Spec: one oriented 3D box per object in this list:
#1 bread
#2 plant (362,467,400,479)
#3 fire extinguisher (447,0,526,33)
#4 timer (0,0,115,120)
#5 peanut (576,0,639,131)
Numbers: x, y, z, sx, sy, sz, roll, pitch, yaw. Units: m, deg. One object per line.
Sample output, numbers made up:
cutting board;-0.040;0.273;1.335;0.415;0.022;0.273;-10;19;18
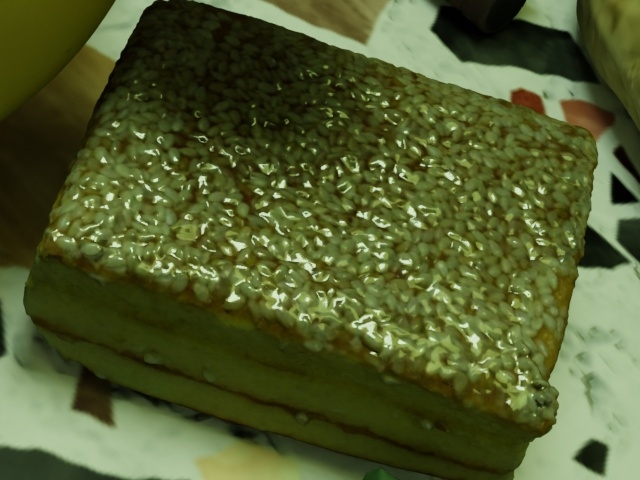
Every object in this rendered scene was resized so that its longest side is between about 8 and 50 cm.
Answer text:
bread;0.000;0.000;0.637;0.234;0.110;0.184;20;49;-4
plant;0.052;0.141;0.577;0.102;0.051;0.051;39;46;-6
fire extinguisher;0.041;-0.249;0.887;0.089;0.072;0.267;-38;72;-20
timer;-0.193;-0.187;0.564;0.387;0.376;0.376;4;49;-37
peanut;0.244;-0.100;0.807;0.153;0.140;0.325;18;39;-33
